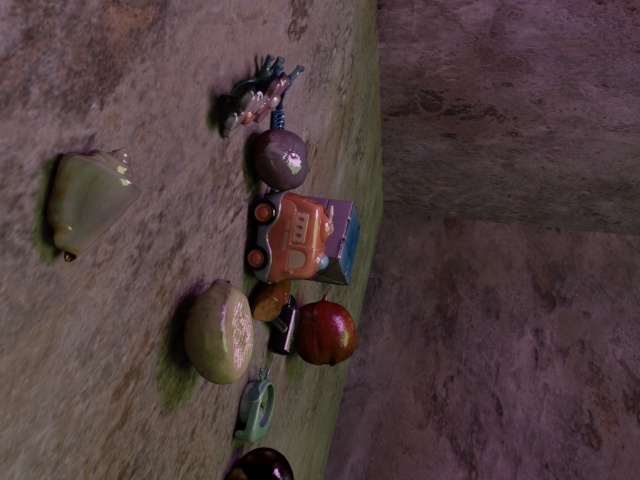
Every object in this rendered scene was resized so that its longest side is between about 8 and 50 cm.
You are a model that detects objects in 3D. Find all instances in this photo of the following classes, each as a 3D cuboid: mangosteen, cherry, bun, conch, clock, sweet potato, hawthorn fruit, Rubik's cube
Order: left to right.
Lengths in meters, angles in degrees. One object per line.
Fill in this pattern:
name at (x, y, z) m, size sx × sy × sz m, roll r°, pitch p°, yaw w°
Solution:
conch at (-0.326, -0.062, 0.683) m, size 0.176 × 0.094 × 0.104 m, roll -52°, pitch 171°, yaw -13°
bun at (-0.231, 0.203, 1.053) m, size 0.222 × 0.127 × 0.222 m, roll -6°, pitch 90°, yaw -79°
mangosteen at (-0.183, 0.701, 1.369) m, size 0.230 × 0.194 × 0.194 m, roll -8°, pitch 106°, yaw -48°
clock at (-0.187, 0.485, 1.446) m, size 0.159 × 0.066 × 0.211 m, roll 48°, pitch 49°, yaw -71°
sweet potato at (-0.138, 0.159, 1.441) m, size 0.252 × 0.097 × 0.097 m, roll -59°, pitch 152°, yaw -67°
cherry at (-0.110, -0.215, 1.295) m, size 0.176 × 0.140 × 0.176 m, roll 20°, pitch 64°, yaw -48°
Rubik's cube at (0.000, 0.000, 1.647) m, size 0.231 × 0.221 × 0.225 m, roll 70°, pitch 31°, yaw -60°
hawthorn fruit at (0.011, 0.351, 1.832) m, size 0.262 × 0.258 × 0.258 m, roll 58°, pitch 20°, yaw -3°

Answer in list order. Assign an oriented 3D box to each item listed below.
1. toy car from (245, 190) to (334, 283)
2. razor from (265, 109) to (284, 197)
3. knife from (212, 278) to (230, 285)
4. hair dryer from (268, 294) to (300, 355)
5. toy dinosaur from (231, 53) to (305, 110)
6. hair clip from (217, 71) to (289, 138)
toy car at (-0.073, -0.001, 1.358) m, size 0.180 × 0.212 × 0.270 m, roll -10°, pitch 111°, yaw -75°
razor at (-0.128, -0.249, 1.406) m, size 0.082 × 0.042 × 0.253 m, roll -5°, pitch 103°, yaw -38°
knife at (-0.234, 0.217, 1.194) m, size 0.073 × 0.040 × 0.265 m, roll -74°, pitch 166°, yaw -69°
hair dryer at (-0.135, 0.239, 1.553) m, size 0.248 × 0.078 × 0.195 m, roll 63°, pitch 34°, yaw -56°
toy dinosaur at (-0.124, -0.420, 1.261) m, size 0.144 × 0.076 × 0.329 m, roll -54°, pitch 174°, yaw 16°
hair clip at (-0.154, -0.320, 1.128) m, size 0.257 × 0.075 × 0.146 m, roll -40°, pitch 166°, yaw -51°
